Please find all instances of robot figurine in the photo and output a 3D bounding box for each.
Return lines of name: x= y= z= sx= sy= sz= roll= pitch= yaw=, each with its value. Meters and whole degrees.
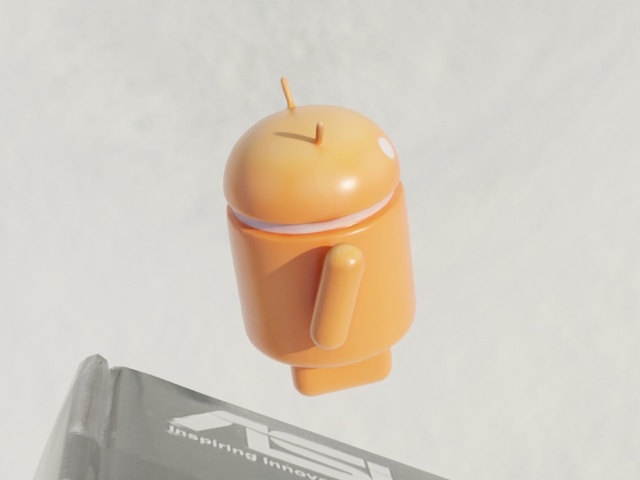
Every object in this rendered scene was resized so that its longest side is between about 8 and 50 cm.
robot figurine: x=0.001 y=0.001 z=1.306 sx=0.128 sy=0.158 sz=0.219 roll=7 pitch=122 yaw=26

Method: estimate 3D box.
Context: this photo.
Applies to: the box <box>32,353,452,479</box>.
box: x=0.121 y=0.165 z=0.326 sx=0.395 sy=0.318 sz=0.097 roll=20 pitch=99 yaw=-8
